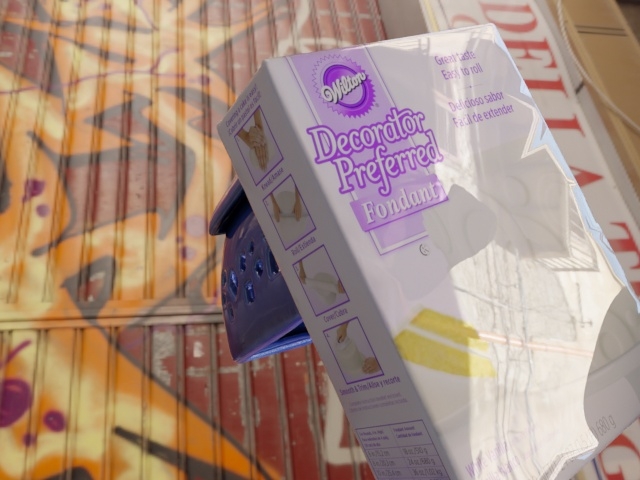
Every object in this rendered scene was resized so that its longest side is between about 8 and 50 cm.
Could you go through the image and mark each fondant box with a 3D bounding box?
[{"bbox_3d":[0.101,0.011,0.470,0.096,0.238,0.330,-36,-103,56],"label":"fondant box"}]

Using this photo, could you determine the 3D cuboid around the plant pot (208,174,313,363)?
[{"bbox_3d":[0.000,0.000,0.756,0.236,0.236,0.212,-42,-115,55],"label":"plant pot"}]
